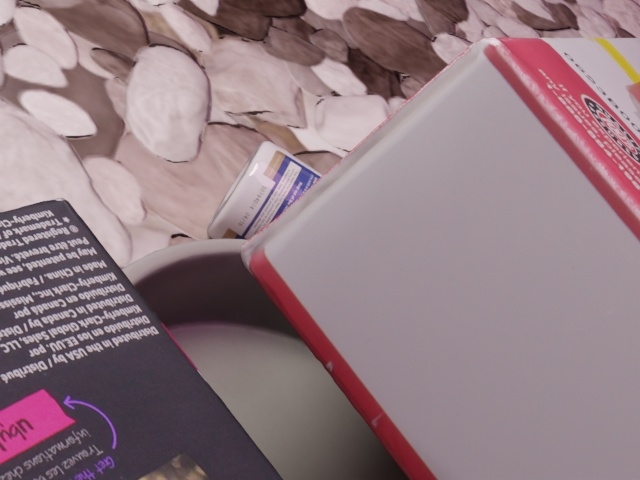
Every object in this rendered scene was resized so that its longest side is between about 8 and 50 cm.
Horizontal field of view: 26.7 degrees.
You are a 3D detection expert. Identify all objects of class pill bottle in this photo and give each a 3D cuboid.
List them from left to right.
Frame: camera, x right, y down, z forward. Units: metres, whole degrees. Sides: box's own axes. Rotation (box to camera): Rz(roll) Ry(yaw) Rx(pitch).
[{"bbox_3d":[0.000,0.000,0.786,0.120,0.067,0.067,32,35,-7],"label":"pill bottle"}]

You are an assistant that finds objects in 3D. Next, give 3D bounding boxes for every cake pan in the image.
[{"bbox_3d":[0.002,0.125,0.652,0.293,0.054,0.293,24,36,-19],"label":"cake pan"}]

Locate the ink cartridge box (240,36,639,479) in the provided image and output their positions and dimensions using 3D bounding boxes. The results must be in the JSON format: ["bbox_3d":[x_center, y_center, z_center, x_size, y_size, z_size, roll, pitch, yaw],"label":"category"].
[{"bbox_3d":[0.171,0.040,0.720,0.279,0.160,0.384,51,22,8],"label":"ink cartridge box"}]

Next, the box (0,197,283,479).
[{"bbox_3d":[-0.094,0.143,0.447,0.143,0.165,0.270,-16,61,-50],"label":"box"}]
